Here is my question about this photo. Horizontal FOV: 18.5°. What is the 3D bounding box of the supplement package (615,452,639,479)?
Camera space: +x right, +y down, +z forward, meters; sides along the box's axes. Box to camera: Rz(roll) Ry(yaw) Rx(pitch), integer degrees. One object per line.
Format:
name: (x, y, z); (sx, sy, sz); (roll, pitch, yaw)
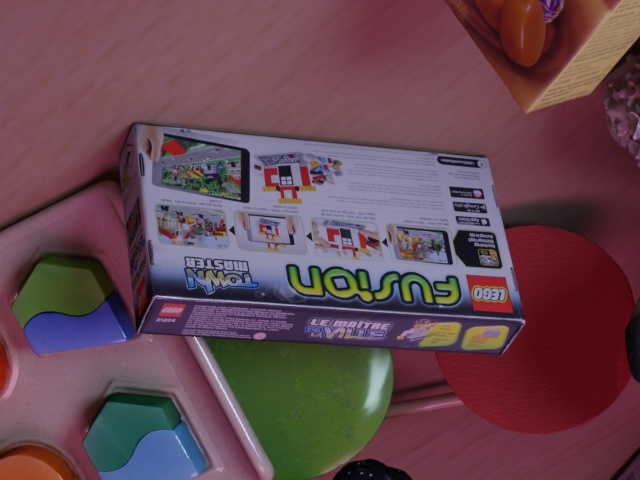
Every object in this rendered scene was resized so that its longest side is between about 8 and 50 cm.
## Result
supplement package: (0.366, 0.252, 1.445); (0.293, 0.175, 0.177); (6, 142, -21)

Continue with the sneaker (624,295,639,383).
sneaker: (0.269, 0.088, 1.169); (0.182, 0.158, 0.410); (-15, 165, 37)

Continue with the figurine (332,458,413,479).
figurine: (-0.054, 0.175, 1.228); (0.215, 0.092, 0.209); (5, -171, 25)

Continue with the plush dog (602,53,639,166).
plush dog: (0.253, -0.094, 0.915); (0.210, 0.262, 0.225); (-54, 145, 4)

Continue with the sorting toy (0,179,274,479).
sorting toy: (-0.153, 0.089, 1.104); (0.208, 0.193, 0.038); (-24, -172, 24)

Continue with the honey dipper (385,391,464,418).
honey dipper: (0.073, 0.106, 1.300); (0.160, 0.030, 0.030); (-9, 146, 7)

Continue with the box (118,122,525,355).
box: (0.000, 0.000, 1.048); (0.207, 0.114, 0.036); (5, 143, -19)

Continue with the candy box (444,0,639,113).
candy box: (0.120, -0.156, 0.849); (0.053, 0.109, 0.187); (-17, 155, -41)

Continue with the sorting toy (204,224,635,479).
sorting toy: (0.011, 0.077, 1.204); (0.365, 0.127, 0.126); (-11, 175, 7)
